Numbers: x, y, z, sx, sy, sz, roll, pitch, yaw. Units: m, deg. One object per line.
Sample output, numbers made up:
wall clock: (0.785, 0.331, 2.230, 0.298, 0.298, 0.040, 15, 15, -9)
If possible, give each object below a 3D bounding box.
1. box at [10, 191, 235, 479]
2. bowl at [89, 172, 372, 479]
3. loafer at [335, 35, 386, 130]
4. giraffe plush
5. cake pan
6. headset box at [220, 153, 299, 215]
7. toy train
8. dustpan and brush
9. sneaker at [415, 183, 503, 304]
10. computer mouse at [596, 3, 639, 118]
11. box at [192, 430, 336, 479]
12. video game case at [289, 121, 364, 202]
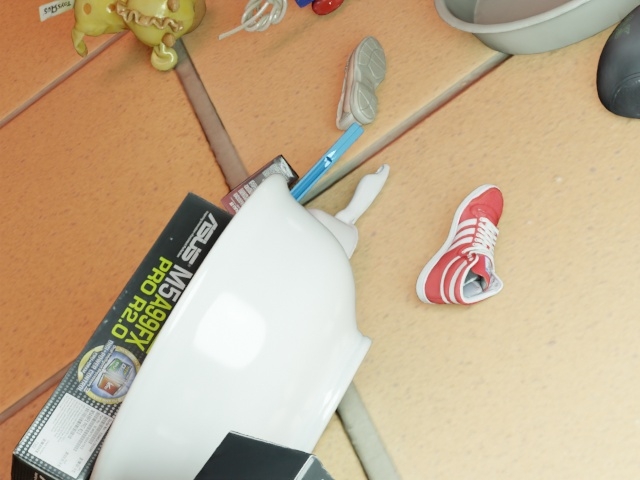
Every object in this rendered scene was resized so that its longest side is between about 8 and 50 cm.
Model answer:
box: (-0.161, 0.119, 1.340, 0.270, 0.060, 0.216, -59, -5, -31)
bowl: (-0.050, 0.106, 1.266, 0.298, 0.134, 0.298, -61, -3, -6)
loafer: (0.037, -0.162, 1.671, 0.039, 0.045, 0.125, -27, 35, 32)
giraffe plush: (-0.219, -0.306, 2.039, 0.170, 0.181, 0.210, 21, 51, 32)
cake pan: (0.249, -0.289, 1.600, 0.293, 0.054, 0.293, -27, 33, 19)
headset box: (-0.063, -0.049, 1.614, 0.083, 0.032, 0.062, -38, 2, 2)
toy train: (-0.016, -0.327, 1.895, 0.248, 0.105, 0.143, -30, 22, 15)
dustpan and brush: (0.000, 0.000, 1.495, 0.147, 0.060, 0.211, -13, 44, 57)
sneaker: (0.132, 0.006, 1.348, 0.067, 0.042, 0.118, 8, 61, 56)
computer mouse: (0.338, -0.175, 1.340, 0.272, 0.072, 0.188, -9, 43, 40)
box: (-0.056, 0.284, 1.045, 0.103, 0.184, 0.261, 6, 52, 53)
video game case: (-0.029, -0.038, 1.548, 0.166, 0.015, 0.119, -47, 1, -15)
